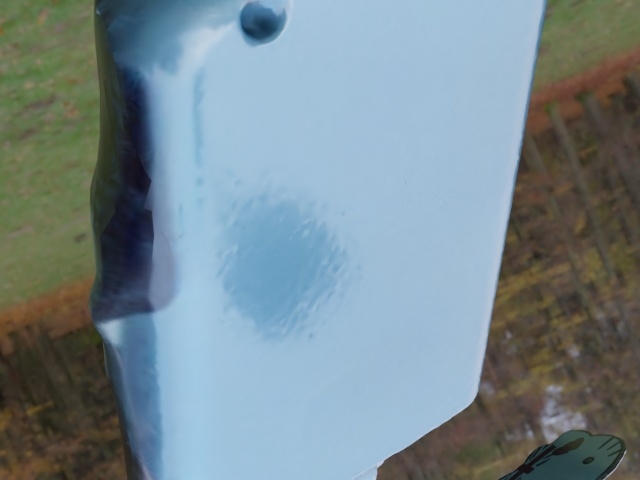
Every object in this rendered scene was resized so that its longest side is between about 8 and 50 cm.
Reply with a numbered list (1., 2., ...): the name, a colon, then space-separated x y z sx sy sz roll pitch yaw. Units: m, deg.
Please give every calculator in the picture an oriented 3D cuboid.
1. calculator: 0.000 0.000 0.413 0.173 0.051 0.293 -25 136 -31

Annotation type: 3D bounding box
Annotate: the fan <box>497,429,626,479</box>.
1. fan: 0.079 0.081 0.382 0.056 0.004 0.083 -35 -172 -9
